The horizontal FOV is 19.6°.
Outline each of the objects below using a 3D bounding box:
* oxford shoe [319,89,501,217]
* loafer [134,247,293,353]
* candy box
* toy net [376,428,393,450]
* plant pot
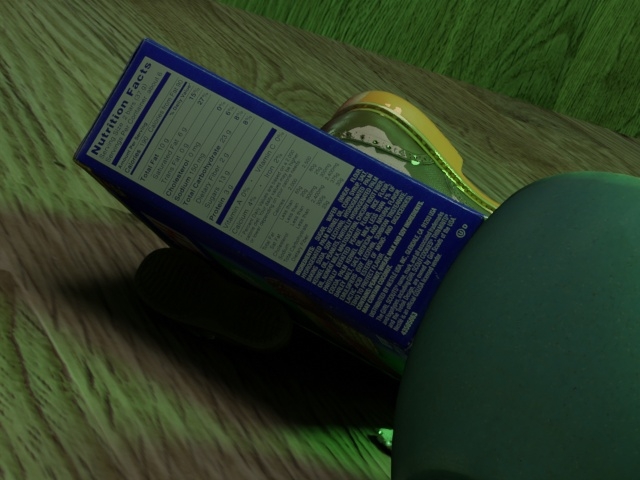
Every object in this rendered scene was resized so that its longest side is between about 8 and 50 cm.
[{"bbox_3d":[0.127,0.030,1.644,0.363,0.130,0.133,41,34,1],"label":"oxford shoe"},{"bbox_3d":[-0.082,0.053,1.433,0.148,0.056,0.050,28,-15,30],"label":"loafer"},{"bbox_3d":[0.000,0.000,1.444,0.317,0.122,0.268,30,-7,25],"label":"candy box"},{"bbox_3d":[0.156,0.162,1.387,0.232,0.045,0.122,20,14,-7],"label":"toy net"},{"bbox_3d":[0.155,0.132,1.110,0.290,0.290,0.195,28,50,27],"label":"plant pot"}]
